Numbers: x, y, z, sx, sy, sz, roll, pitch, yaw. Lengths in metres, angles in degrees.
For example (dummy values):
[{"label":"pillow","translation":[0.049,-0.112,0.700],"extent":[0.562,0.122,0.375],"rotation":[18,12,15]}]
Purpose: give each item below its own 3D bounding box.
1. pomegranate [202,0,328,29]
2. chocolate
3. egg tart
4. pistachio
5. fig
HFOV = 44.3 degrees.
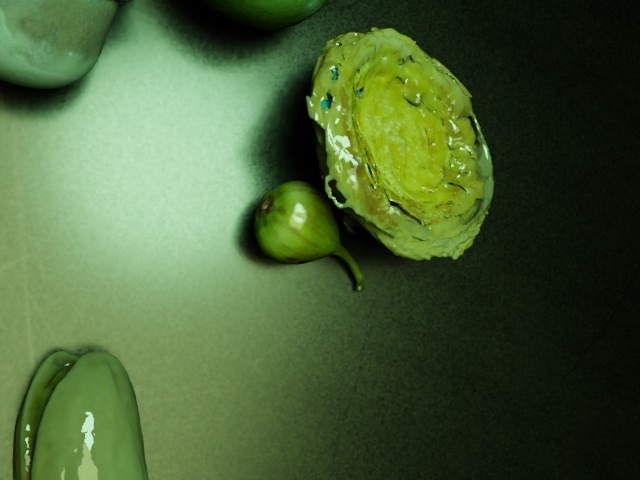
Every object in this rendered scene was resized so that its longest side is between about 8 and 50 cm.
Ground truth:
[{"label":"pomegranate","translation":[-0.042,-0.323,0.795],"extent":[0.248,0.202,0.202],"rotation":[-16,93,24]},{"label":"chocolate","translation":[-0.272,-0.222,0.755],"extent":[0.221,0.221,0.147],"rotation":[12,111,-19]},{"label":"egg tart","translation":[0.074,-0.097,0.872],"extent":[0.291,0.107,0.290],"rotation":[16,64,-38]},{"label":"pistachio","translation":[-0.226,0.217,0.755],"extent":[0.136,0.136,0.226],"rotation":[-4,83,-20]},{"label":"fig","translation":[-0.014,-0.001,0.881],"extent":[0.093,0.093,0.166],"rotation":[-61,145,-13]}]
